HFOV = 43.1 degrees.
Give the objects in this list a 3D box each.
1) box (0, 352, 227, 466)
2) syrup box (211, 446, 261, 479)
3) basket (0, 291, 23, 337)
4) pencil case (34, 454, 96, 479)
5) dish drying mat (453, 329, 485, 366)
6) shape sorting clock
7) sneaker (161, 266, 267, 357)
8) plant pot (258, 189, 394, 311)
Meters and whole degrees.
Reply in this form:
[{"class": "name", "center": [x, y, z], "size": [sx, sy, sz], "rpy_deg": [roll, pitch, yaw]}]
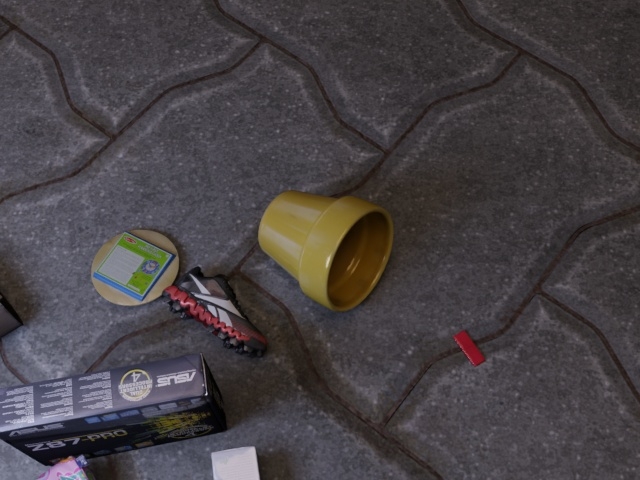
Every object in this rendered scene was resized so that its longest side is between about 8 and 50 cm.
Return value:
[{"class": "box", "center": [-0.399, 0.340, 1.605], "size": [0.394, 0.318, 0.097], "rpy_deg": [-9, 63, -5]}, {"class": "syrup box", "center": [-0.156, 0.545, 1.621], "size": [0.096, 0.093, 0.237], "rpy_deg": [-8, 63, -4]}, {"class": "basket", "center": [-0.811, 0.184, 1.788], "size": [0.227, 0.154, 0.204], "rpy_deg": [-39, 68, -14]}, {"class": "pencil case", "center": [-0.563, 0.551, 1.594], "size": [0.284, 0.124, 0.124], "rpy_deg": [-36, 68, -23]}, {"class": "dish drying mat", "center": [0.334, 0.242, 1.817], "size": [0.032, 0.008, 0.083], "rpy_deg": [-28, 65, -14]}, {"class": "shape sorting clock", "center": [-0.433, 0.063, 1.900], "size": [0.206, 0.040, 0.206], "rpy_deg": [-2, 61, 3]}, {"class": "sneaker", "center": [-0.219, 0.153, 1.819], "size": [0.276, 0.098, 0.135], "rpy_deg": [31, 70, 17]}, {"class": "plant pot", "center": [0.000, 0.000, 1.827], "size": [0.239, 0.254, 0.254], "rpy_deg": [27, 66, 31]}]
